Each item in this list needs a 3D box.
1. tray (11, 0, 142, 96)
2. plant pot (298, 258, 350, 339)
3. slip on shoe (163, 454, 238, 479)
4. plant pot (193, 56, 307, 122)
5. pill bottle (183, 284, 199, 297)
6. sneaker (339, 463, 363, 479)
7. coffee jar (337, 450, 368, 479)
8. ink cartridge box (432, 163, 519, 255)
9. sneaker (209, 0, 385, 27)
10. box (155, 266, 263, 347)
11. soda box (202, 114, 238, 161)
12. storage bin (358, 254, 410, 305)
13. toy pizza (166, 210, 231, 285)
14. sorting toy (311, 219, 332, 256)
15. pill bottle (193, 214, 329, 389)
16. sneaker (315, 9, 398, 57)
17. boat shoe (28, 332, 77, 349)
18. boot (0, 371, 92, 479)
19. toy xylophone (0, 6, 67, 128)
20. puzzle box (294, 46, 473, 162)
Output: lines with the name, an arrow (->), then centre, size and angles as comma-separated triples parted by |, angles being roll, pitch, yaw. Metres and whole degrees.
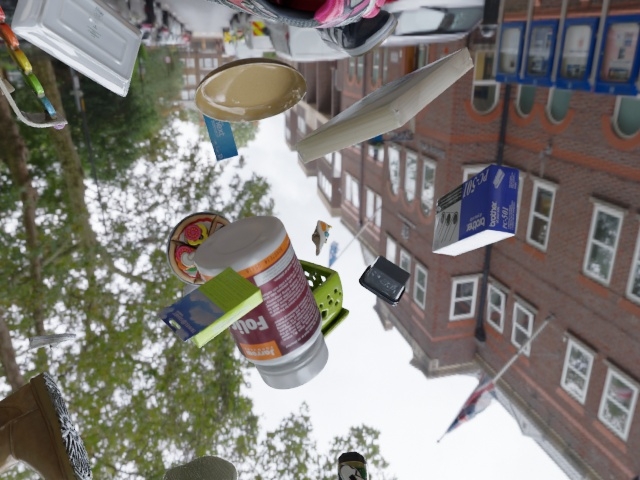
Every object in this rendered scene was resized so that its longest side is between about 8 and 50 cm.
tray -> -0.417, -0.378, 0.960 | 0.030, 0.145, 0.270 | 11, 175, 20
plant pot -> -0.052, 0.220, 1.770 | 0.228, 0.207, 0.227 | -42, -146, -27
slip on shoe -> -0.371, 0.758, 1.691 | 0.331, 0.123, 0.101 | -26, 143, 35
plant pot -> -0.147, -0.316, 1.110 | 0.237, 0.032, 0.236 | -11, 168, -2
pill bottle -> -0.386, 0.183, 1.979 | 0.146, 0.146, 0.264 | 6, -168, 15
sneaker -> 0.086, 0.562, 1.228 | 0.040, 0.043, 0.109 | -40, -111, -18
coffee jar -> 0.082, 0.637, 1.343 | 0.079, 0.096, 0.184 | -9, -141, 10
ink cartridge box -> 0.234, -0.040, 0.825 | 0.046, 0.097, 0.207 | 9, 169, -8
sneaker -> -0.074, -0.320, 0.615 | 0.299, 0.120, 0.112 | 19, -141, 24
box -> -0.215, 0.132, 1.040 | 0.178, 0.042, 0.109 | -35, -134, -29
soda box -> -0.311, -0.352, 1.603 | 0.071, 0.210, 0.067 | -17, -160, -8
storage bin -> 0.195, 0.105, 1.535 | 0.135, 0.091, 0.098 | 34, -127, 7
toy pizza -> -0.303, 0.024, 1.396 | 0.201, 0.201, 0.032 | -12, -166, -29
sorting toy -> 0.000, 0.000, 1.385 | 0.045, 0.083, 0.075 | 13, -116, -5
pill bottle -> -0.128, 0.157, 1.290 | 0.224, 0.392, 0.224 | -17, -154, 9
sneaker -> 0.036, -0.464, 1.070 | 0.099, 0.153, 0.282 | -47, -149, -1
boat shoe -> -0.616, 0.235, 1.223 | 0.100, 0.035, 0.035 | 0, 163, -35
boot -> -0.510, 0.361, 0.807 | 0.270, 0.089, 0.236 | -30, -126, -16
toy xylophone -> -0.649, -0.382, 1.088 | 0.081, 0.322, 0.236 | -32, -134, -22
puzzle box -> 0.156, -0.314, 1.212 | 0.272, 0.052, 0.409 | -13, -158, 44
